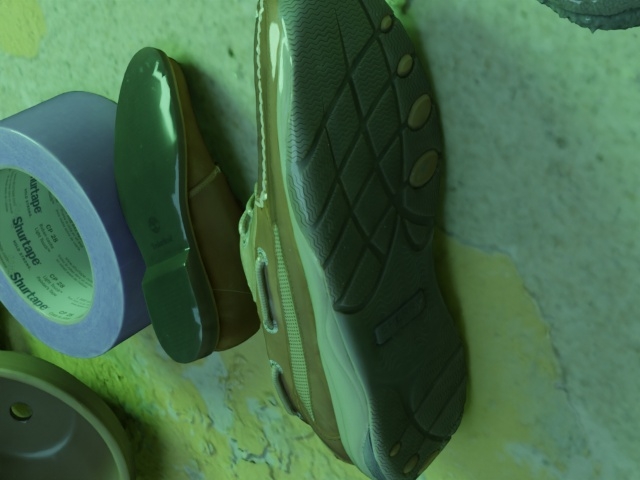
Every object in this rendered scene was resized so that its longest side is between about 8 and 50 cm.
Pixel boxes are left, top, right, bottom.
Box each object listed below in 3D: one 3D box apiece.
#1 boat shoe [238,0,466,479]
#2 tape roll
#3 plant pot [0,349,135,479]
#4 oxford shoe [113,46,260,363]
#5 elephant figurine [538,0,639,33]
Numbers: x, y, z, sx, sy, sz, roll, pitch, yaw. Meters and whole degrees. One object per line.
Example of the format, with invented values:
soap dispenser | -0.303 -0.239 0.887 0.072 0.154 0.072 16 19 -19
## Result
boat shoe | 0.000 0.000 0.728 0.116 0.123 0.324 14 122 40
tape roll | -0.185 -0.012 0.926 0.189 0.080 0.189 23 128 33
plant pot | -0.273 0.179 1.073 0.237 0.110 0.237 1 119 3
oxford shoe | -0.088 -0.027 0.837 0.076 0.076 0.212 -10 92 48
elephant figurine | 0.140 -0.163 0.477 0.239 0.169 0.186 55 171 -21
